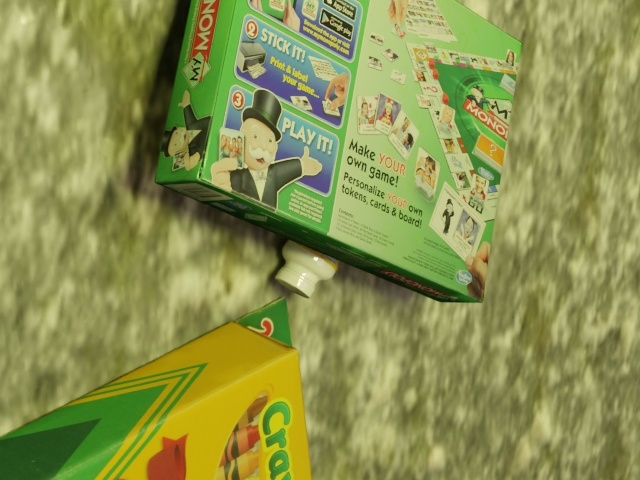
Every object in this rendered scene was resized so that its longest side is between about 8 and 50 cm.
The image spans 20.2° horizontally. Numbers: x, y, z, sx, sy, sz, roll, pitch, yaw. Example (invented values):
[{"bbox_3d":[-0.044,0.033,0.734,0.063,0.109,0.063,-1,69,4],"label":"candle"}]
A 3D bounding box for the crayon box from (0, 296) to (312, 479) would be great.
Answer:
[{"bbox_3d":[-0.109,0.191,1.270,0.318,0.081,0.202,-27,122,-36],"label":"crayon box"}]

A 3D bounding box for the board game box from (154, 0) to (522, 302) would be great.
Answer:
[{"bbox_3d":[0.026,-0.096,1.279,0.317,0.046,0.214,24,71,-46],"label":"board game box"}]

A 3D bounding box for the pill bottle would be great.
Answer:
[{"bbox_3d":[0.000,0.000,1.331,0.043,0.043,0.083,41,76,-45],"label":"pill bottle"}]
